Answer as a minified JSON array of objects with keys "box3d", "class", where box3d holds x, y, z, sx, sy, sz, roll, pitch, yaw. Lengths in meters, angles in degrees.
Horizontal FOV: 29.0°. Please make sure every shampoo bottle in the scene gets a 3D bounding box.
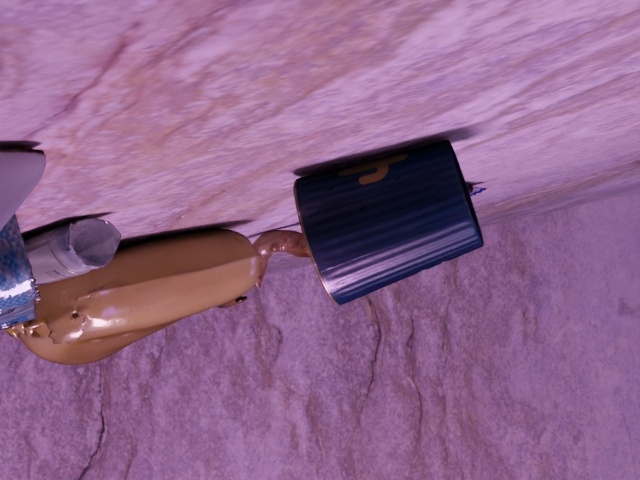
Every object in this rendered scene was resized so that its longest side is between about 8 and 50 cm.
[{"box3d":[-0.278,0.022,1.194,0.072,0.049,0.212,5,164,-44],"class":"shampoo bottle"}]

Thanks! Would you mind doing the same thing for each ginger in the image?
[{"box3d":[0.000,0.000,1.753,0.288,0.075,0.089,-19,178,30],"class":"ginger"}]

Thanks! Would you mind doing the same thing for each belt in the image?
[{"box3d":[-0.269,0.025,1.008,0.072,0.087,0.302,-20,178,-15],"class":"belt"}]

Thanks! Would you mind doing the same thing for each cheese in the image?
[{"box3d":[-0.249,0.068,1.521,0.259,0.128,0.316,-27,174,42],"class":"cheese"}]

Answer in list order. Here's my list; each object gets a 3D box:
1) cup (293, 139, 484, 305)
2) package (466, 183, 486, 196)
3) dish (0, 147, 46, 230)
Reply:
[{"box3d":[0.069,-0.031,1.207,0.155,0.131,0.176,-18,-155,11],"class":"cup"},{"box3d":[0.143,-0.053,1.811,0.171,0.027,0.173,-18,176,22],"class":"package"},{"box3d":[-0.296,0.012,0.724,0.243,0.080,0.182,-14,177,33],"class":"dish"}]
